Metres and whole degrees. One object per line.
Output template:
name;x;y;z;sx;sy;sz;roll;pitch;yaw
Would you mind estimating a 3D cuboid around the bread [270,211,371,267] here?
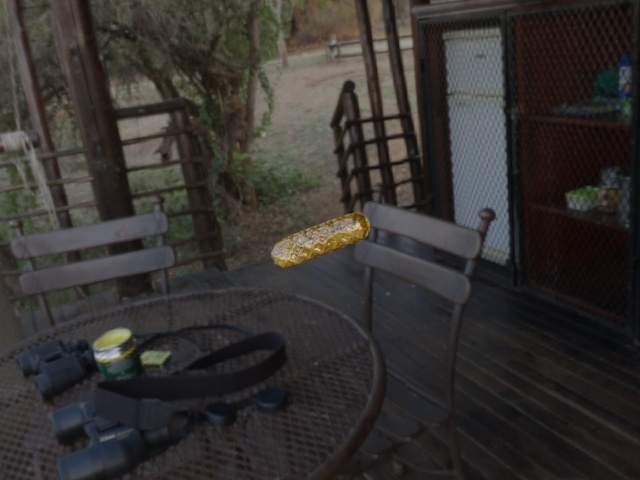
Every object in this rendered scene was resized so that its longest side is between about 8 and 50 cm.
bread;0.000;0.000;0.933;0.157;0.044;0.052;-21;16;12
